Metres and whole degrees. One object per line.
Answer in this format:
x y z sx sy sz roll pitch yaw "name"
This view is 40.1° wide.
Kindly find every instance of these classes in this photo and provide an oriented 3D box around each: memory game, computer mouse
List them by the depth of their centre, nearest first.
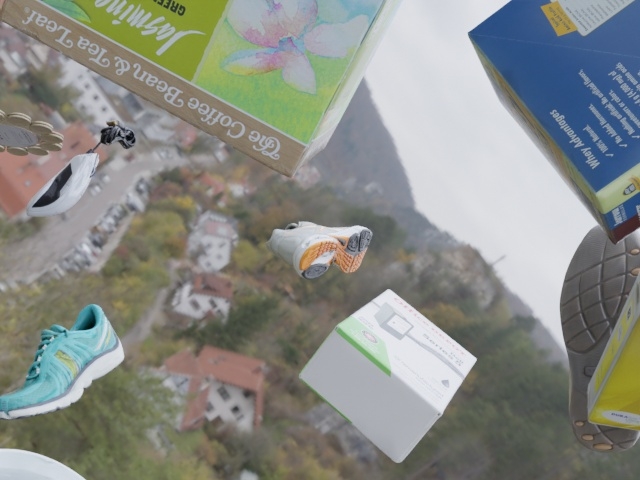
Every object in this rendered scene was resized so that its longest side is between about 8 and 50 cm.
-0.346 -0.095 1.278 0.042 0.193 0.106 44 -2 0 "computer mouse"
-0.508 -0.174 1.418 0.186 0.186 0.012 49 42 -68 "memory game"

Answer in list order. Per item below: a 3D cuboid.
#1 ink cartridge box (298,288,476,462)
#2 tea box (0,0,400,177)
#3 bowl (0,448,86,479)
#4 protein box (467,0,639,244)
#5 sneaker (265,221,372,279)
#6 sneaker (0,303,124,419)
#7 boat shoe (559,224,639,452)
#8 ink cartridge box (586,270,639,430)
0.115 0.201 1.386 0.198 0.115 0.273 39 20 10 "ink cartridge box"
-0.081 -0.289 0.889 0.328 0.324 0.220 28 16 1 "tea box"
-0.330 0.373 0.884 0.298 0.134 0.298 41 28 -28 "bowl"
0.276 -0.146 0.768 0.200 0.201 0.136 59 11 28 "protein box"
0.000 0.000 1.674 0.121 0.099 0.262 29 16 27 "sneaker"
-0.415 0.190 1.361 0.275 0.107 0.110 -47 127 -61 "sneaker"
0.436 0.141 1.349 0.130 0.132 0.356 -27 120 -69 "boat shoe"
0.457 0.108 0.881 0.307 0.303 0.072 90 11 -50 "ink cartridge box"
